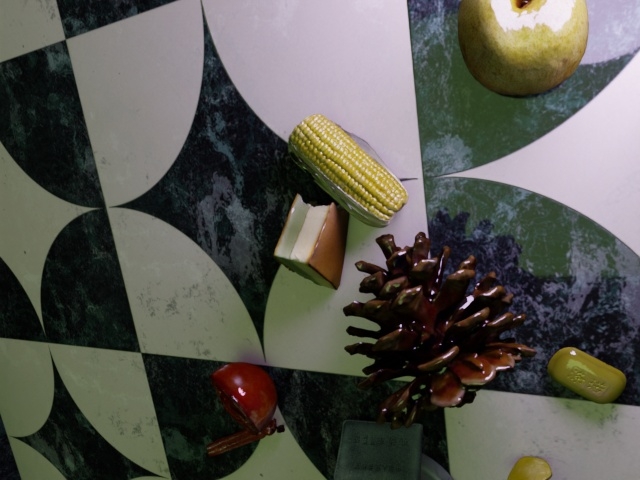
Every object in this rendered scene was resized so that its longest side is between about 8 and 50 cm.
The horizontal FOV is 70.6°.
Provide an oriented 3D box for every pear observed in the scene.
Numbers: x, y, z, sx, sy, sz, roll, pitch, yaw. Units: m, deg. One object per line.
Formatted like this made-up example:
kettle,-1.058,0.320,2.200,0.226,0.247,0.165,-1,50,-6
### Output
pear,0.332,-0.353,0.760,0.189,0.211,0.228,-26,79,11

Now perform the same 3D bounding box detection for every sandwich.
sandwich,0.000,0.000,1.073,0.108,0.220,0.185,14,73,24

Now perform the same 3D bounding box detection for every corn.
corn,0.056,-0.156,0.994,0.305,0.122,0.123,46,127,8

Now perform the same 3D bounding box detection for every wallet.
wallet,0.143,0.532,1.124,0.222,0.167,0.036,-9,135,28

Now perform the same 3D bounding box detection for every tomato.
tomato,-0.202,0.429,1.272,0.200,0.140,0.233,43,152,17

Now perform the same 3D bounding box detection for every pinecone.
pinecone,0.191,0.158,0.900,0.385,0.384,0.383,7,107,24

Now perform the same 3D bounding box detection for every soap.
soap,0.541,0.276,0.921,0.140,0.045,0.088,28,118,17

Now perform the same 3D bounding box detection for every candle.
candle,-0.242,0.605,1.392,0.329,0.048,0.051,-31,48,29

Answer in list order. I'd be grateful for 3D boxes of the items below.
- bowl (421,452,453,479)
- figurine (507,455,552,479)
bowl,0.201,0.695,1.146,0.308,0.163,0.306,6,106,21
figurine,0.588,0.660,0.970,0.284,0.204,0.338,-15,110,21
